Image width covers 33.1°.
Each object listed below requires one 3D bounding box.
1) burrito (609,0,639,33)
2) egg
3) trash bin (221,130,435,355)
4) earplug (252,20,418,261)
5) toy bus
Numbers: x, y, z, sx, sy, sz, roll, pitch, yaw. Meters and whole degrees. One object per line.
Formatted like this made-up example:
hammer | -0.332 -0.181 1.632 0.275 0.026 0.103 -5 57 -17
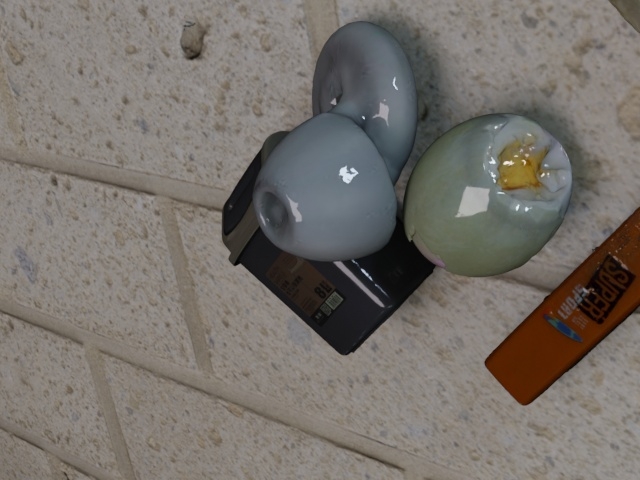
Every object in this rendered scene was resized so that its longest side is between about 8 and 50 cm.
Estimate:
burrito | 0.419 -0.165 1.034 0.299 0.105 0.143 51 144 4
egg | 0.189 -0.047 1.286 0.183 0.183 0.217 56 148 1
trash bin | 0.000 0.000 1.513 0.290 0.182 0.209 45 139 5
earplug | 0.024 -0.122 1.340 0.175 0.325 0.214 21 150 -13
toy bus | 0.331 0.067 1.284 0.093 0.092 0.408 48 139 14
